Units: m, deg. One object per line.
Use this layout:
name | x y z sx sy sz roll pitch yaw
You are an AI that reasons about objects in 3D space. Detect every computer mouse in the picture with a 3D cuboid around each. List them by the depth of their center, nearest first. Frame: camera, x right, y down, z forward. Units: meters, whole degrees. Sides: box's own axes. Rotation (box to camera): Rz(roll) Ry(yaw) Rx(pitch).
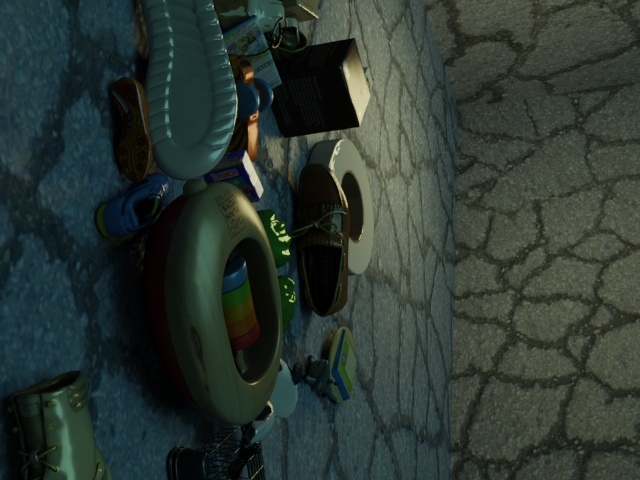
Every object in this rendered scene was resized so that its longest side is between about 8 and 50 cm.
computer mouse | -0.116 0.353 1.472 0.106 0.042 0.193 -61 -179 27

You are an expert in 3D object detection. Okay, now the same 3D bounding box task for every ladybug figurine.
ladybug figurine | -0.190 0.106 1.394 0.305 0.161 0.449 -46 133 -59

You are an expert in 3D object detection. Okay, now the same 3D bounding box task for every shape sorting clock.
shape sorting clock | 0.056 0.336 2.189 0.206 0.040 0.206 -3 90 -72

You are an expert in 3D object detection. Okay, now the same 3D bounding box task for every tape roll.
tape roll | 0.060 -0.093 2.274 0.392 0.072 0.392 -6 90 -69

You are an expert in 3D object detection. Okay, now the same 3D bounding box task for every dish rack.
dish rack | -0.177 0.449 1.505 0.271 0.074 0.208 -21 106 -71

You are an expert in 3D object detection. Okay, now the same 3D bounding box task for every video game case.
video game case | -0.159 -0.382 1.741 0.119 0.015 0.166 -35 128 -17

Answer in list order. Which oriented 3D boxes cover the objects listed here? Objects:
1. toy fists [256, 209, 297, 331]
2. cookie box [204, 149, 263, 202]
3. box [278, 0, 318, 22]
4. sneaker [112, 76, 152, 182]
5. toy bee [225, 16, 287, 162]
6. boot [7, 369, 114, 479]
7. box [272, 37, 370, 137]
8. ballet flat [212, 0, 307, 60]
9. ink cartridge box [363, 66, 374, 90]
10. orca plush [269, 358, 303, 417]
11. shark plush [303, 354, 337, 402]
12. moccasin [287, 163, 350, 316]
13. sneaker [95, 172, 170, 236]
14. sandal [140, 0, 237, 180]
toy fists | -0.118 0.074 1.729 0.142 0.096 0.279 -22 107 -58
cookie box | -0.177 -0.123 1.623 0.040 0.091 0.107 -77 152 -47
box | -0.096 -0.690 1.944 0.148 0.121 0.311 -5 89 -69
sneaker | -0.303 -0.183 1.346 0.067 0.064 0.175 7 81 -79
toy bee | -0.176 -0.311 1.638 0.195 0.162 0.298 15 96 -77
boot | -0.358 0.295 1.022 0.262 0.095 0.204 -39 121 -68
box | -0.005 -0.374 1.989 0.167 0.203 0.168 -70 148 -50
ballet flat | -0.120 -0.486 1.822 0.342 0.124 0.116 16 71 -68
ink cartridge box | 0.092 -0.461 2.410 0.180 0.104 0.060 -68 145 -52
orca plush | -0.140 0.272 1.675 0.151 0.102 0.287 -49 140 3
shark plush | 0.010 0.359 2.024 0.073 0.067 0.161 -64 143 -55
moccasin | -0.003 0.000 2.014 0.147 0.139 0.380 -30 123 -77
sneaker | -0.284 -0.061 1.337 0.209 0.082 0.069 -54 132 -63
sandal | -0.244 -0.309 1.464 0.102 0.169 0.416 159 -71 -70
